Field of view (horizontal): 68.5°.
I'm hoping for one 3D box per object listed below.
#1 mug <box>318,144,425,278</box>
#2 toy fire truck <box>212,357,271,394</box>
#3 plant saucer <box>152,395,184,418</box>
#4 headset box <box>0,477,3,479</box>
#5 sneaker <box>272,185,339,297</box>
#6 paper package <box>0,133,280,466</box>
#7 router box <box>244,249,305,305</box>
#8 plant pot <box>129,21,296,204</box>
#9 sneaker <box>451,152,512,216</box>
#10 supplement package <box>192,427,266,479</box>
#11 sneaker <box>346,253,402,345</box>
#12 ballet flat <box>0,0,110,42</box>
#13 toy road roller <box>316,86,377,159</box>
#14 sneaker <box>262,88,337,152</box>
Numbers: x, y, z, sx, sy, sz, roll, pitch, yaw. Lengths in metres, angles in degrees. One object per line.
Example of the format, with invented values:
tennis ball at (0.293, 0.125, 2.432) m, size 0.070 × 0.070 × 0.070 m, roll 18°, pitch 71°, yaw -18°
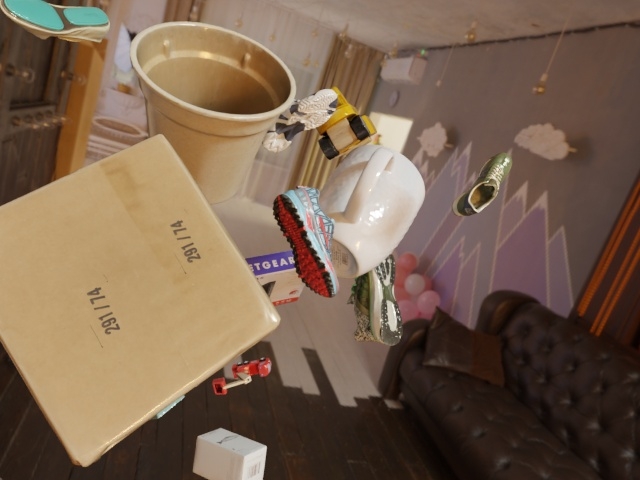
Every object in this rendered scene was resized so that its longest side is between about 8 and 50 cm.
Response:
mug at (0.117, -0.093, 1.297) m, size 0.276 × 0.374 × 0.328 m, roll 29°, pitch 56°, yaw 10°
toy fire truck at (-0.273, 0.477, 1.662) m, size 0.191 × 0.047 × 0.135 m, roll -11°, pitch 12°, yaw 3°
plant saucer at (-0.353, 0.356, 1.006) m, size 0.067 × 0.192 × 0.018 m, roll -36°, pitch 93°, yaw -41°
headset box at (-0.671, 0.536, 0.967) m, size 0.083 × 0.062 × 0.032 m, roll -33°, pitch 43°, yaw -24°
sneaker at (0.000, 0.000, 1.049) m, size 0.125 × 0.262 × 0.104 m, roll -32°, pitch 19°, yaw -37°
paper package at (-0.263, 0.073, 0.657) m, size 0.325 × 0.309 × 0.168 m, roll 55°, pitch -24°, yaw 5°
router box at (-0.222, 0.165, 1.796) m, size 0.335 × 0.301 × 0.082 m, roll -10°, pitch 60°, yaw -23°
plant pot at (-0.257, -0.258, 1.060) m, size 0.333 × 0.306 × 0.334 m, roll 13°, pitch 46°, yaw -14°
sneaker at (0.398, -0.130, 1.107) m, size 0.064 × 0.192 × 0.086 m, roll 43°, pitch -3°, yaw -10°
supplement package at (-0.260, 0.624, 1.344) m, size 0.179 × 0.105 × 0.105 m, roll 6°, pitch -2°, yaw 30°
sneaker at (0.152, 0.161, 1.605) m, size 0.181 × 0.411 × 0.158 m, roll -20°, pitch -29°, yaw 34°
ballet flat at (-0.595, -0.486, 1.060) m, size 0.086 × 0.086 × 0.248 m, roll 24°, pitch 26°, yaw 25°
toy road roller at (0.082, -0.482, 1.921) m, size 0.241 × 0.202 × 0.329 m, roll 60°, pitch 17°, yaw -1°
sneaker at (-0.070, -0.354, 1.241) m, size 0.094 × 0.234 × 0.153 m, roll 20°, pitch 44°, yaw -47°
